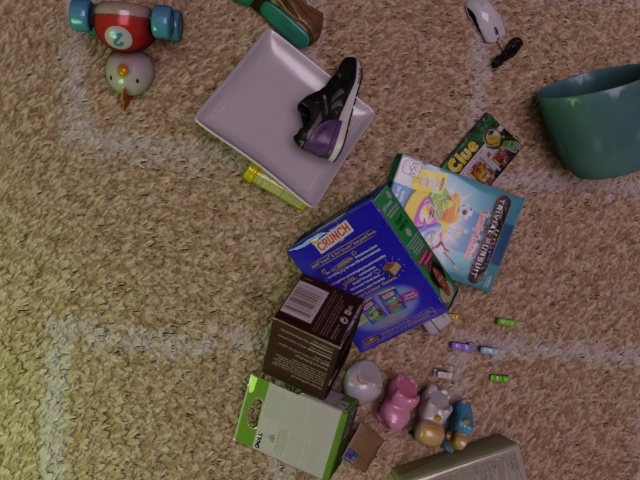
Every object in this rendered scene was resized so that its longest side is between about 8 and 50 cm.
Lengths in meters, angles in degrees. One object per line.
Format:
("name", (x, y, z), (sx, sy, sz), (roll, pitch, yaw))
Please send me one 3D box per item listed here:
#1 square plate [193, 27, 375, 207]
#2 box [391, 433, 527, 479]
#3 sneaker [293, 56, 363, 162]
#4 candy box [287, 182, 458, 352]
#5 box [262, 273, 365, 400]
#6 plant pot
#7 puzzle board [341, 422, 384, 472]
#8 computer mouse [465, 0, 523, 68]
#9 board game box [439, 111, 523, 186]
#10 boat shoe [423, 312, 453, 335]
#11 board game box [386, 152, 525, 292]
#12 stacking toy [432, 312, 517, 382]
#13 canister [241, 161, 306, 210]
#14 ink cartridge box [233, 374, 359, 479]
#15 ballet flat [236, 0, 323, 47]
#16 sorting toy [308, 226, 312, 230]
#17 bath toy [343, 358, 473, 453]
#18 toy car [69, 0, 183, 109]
("square plate", (-0.079, -0.293, 1.832), (0.347, 0.049, 0.344), (37, 60, -9))
("box", (0.353, 0.609, 1.920), (0.311, 0.121, 0.148), (-13, 92, -11))
("sneaker", (0.015, -0.332, 1.806), (0.124, 0.107, 0.283), (19, 65, -11))
("candy box", (0.124, 0.069, 1.811), (0.268, 0.122, 0.317), (-30, 101, 30))
("box", (-0.016, 0.222, 1.764), (0.167, 0.203, 0.168), (22, 43, 10))
("plant pot", (0.718, -0.291, 1.925), (0.293, 0.293, 0.235), (-20, 107, -11))
("puzzle board", (0.105, 0.514, 1.888), (0.096, 0.011, 0.128), (-57, 137, -13))
("computer mouse", (0.446, -0.555, 1.988), (0.106, 0.042, 0.193), (-35, 96, -8))
("board game box", (0.398, -0.193, 1.984), (0.136, 0.030, 0.259), (41, 82, -6))
("boat shoe", (0.248, 0.129, 1.915), (0.076, 0.083, 0.226), (-35, 96, 10))
("board game box", (0.309, -0.044, 1.918), (0.336, 0.079, 0.253), (19, 94, -8))
("stacking toy", (0.400, 0.278, 1.968), (0.221, 0.052, 0.167), (8, 88, -11))
("canister", (-0.089, -0.164, 1.866), (0.170, 0.073, 0.126), (30, 82, -11))
("ink cartridge box", (-0.059, 0.434, 1.837), (0.255, 0.097, 0.188), (20, 105, 16))
("ballet flat", (-0.130, -0.612, 1.852), (0.342, 0.116, 0.124), (35, 63, -9))
("sorting toy", (0.000, 0.000, 1.912), (0.062, 0.012, 0.083), (-21, 97, -6))
("bath toy", (0.204, 0.418, 1.898), (0.348, 0.129, 0.151), (25, 41, -12))
("toy car", (-0.441, -0.418, 1.746), (0.219, 0.210, 0.238), (4, 101, -1))
